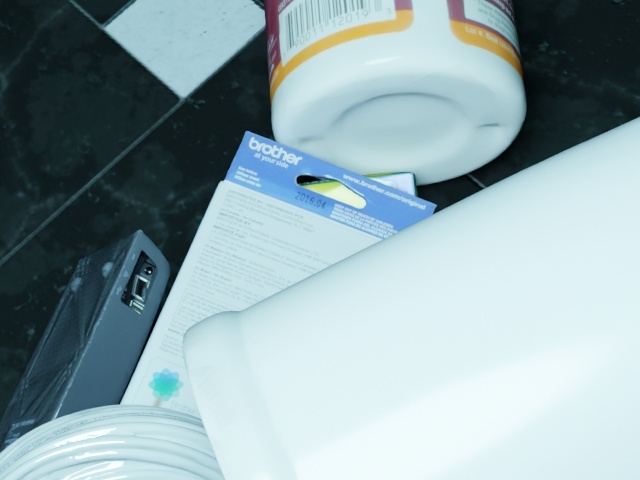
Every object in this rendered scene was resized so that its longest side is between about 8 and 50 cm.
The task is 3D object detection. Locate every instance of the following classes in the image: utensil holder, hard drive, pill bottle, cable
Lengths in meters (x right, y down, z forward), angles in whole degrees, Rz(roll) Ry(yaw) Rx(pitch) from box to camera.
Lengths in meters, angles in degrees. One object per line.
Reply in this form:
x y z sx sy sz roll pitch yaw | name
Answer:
0.152 0.121 1.165 0.385 0.327 0.327 -26 63 2 | utensil holder
-0.213 0.123 1.469 0.054 0.172 0.254 30 68 -19 | hard drive
0.056 -0.265 1.576 0.224 0.224 0.392 -7 63 5 | pill bottle
-0.145 0.241 1.304 0.257 0.257 0.089 -23 23 -3 | cable

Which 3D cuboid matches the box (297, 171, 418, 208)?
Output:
0.000 0.000 1.536 0.179 0.043 0.105 -7 89 7 | box

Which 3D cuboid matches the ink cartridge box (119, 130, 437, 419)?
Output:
-0.038 0.078 1.451 0.186 0.065 0.311 21 70 4 | ink cartridge box
